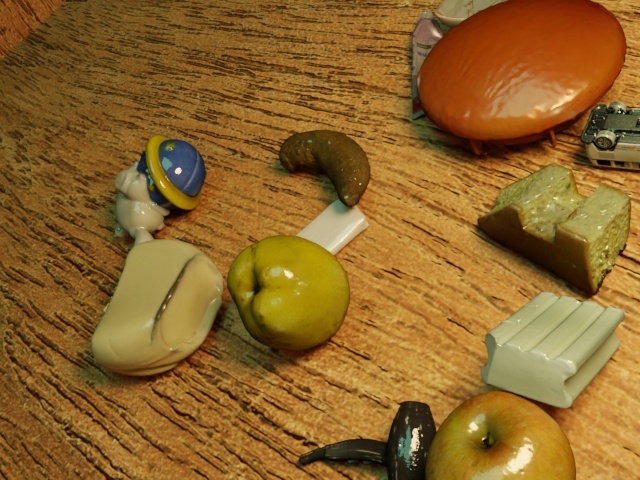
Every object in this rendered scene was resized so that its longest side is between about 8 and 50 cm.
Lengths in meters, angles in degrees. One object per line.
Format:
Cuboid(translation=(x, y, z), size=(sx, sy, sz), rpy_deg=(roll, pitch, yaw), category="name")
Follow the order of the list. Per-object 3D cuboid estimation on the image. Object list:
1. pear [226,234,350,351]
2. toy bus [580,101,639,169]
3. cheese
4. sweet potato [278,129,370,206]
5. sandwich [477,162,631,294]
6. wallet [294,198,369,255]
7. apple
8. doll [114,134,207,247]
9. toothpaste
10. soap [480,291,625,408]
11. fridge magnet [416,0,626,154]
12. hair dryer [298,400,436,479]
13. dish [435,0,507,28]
Cuboid(translation=(-0.046, 0.084, 1.115), size=(0.200, 0.200, 0.200), rpy_deg=(-15, 48, 18), category="pear")
Cuboid(translation=(0.511, -0.153, 1.065), size=(0.194, 0.089, 0.087), rpy_deg=(11, 58, 35), category="toy bus")
Cuboid(translation=(-0.308, 0.121, 1.270), size=(0.233, 0.127, 0.266), rpy_deg=(-3, 50, 31), category="cheese")
Cuboid(translation=(0.018, -0.154, 1.337), size=(0.124, 0.098, 0.310), rpy_deg=(-42, 42, -9), category="sweet potato")
Cuboid(translation=(0.337, -0.035, 1.041), size=(0.122, 0.128, 0.236), rpy_deg=(-41, 45, -18), category="sandwich")
Cuboid(translation=(0.000, 0.000, 1.263), size=(0.190, 0.033, 0.095), rpy_deg=(-42, 47, -7), category="wallet")
Cuboid(translation=(0.215, 0.281, 0.828), size=(0.183, 0.155, 0.182), rpy_deg=(-22, 32, 14), category="apple")
Cuboid(translation=(-0.355, -0.092, 1.449), size=(0.243, 0.159, 0.310), rpy_deg=(-20, 50, 12), category="doll")
Cuboid(translation=(0.224, -0.376, 1.445), size=(0.075, 0.048, 0.300), rpy_deg=(-8, 53, 17), category="toothpaste")
Cuboid(translation=(0.299, 0.132, 0.885), size=(0.119, 0.066, 0.198), rpy_deg=(12, 21, 37), category="soap")
Cuboid(translation=(0.351, -0.307, 1.236), size=(0.364, 0.155, 0.363), rpy_deg=(-16, 47, 18), category="fridge magnet")
Cuboid(translation=(0.057, 0.322, 0.956), size=(0.219, 0.075, 0.195), rpy_deg=(-10, 58, 35), category="hair dryer")
Cuboid(translation=(0.350, -0.522, 1.473), size=(0.151, 0.077, 0.212), rpy_deg=(8, 58, 32), category="dish")
